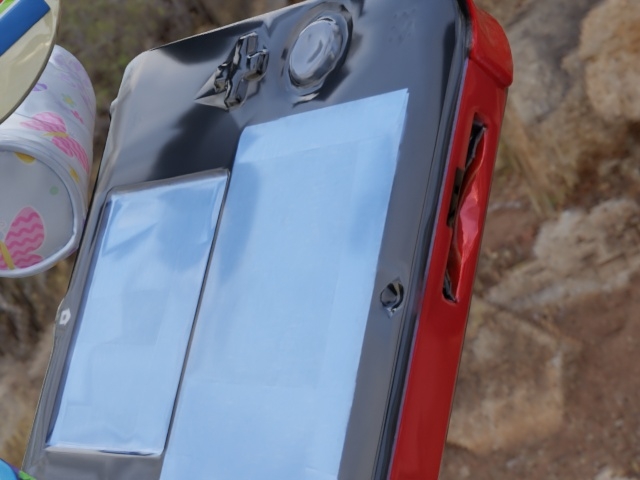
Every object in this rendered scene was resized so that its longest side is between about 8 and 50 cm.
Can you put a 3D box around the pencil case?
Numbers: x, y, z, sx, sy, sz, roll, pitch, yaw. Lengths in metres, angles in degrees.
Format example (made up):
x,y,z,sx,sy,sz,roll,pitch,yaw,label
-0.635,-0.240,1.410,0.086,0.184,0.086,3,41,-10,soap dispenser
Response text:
x,y,z,sx,sy,sz,roll,pitch,yaw,label
-0.246,-0.076,1.128,0.113,0.124,0.273,-53,23,17,pencil case

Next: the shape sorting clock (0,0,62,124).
x,y,z,sx,sy,sz,roll,pitch,yaw,label
-0.271,-0.155,0.936,0.206,0.206,0.040,-28,-17,7,shape sorting clock

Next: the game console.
x,y,z,sx,sy,sz,roll,pitch,yaw,label
-0.055,0.044,0.796,0.342,0.060,0.386,-4,68,45,game console

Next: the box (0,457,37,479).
x,y,z,sx,sy,sz,roll,pitch,yaw,label
-0.287,0.159,0.488,0.279,0.290,0.177,-60,4,-34,box
